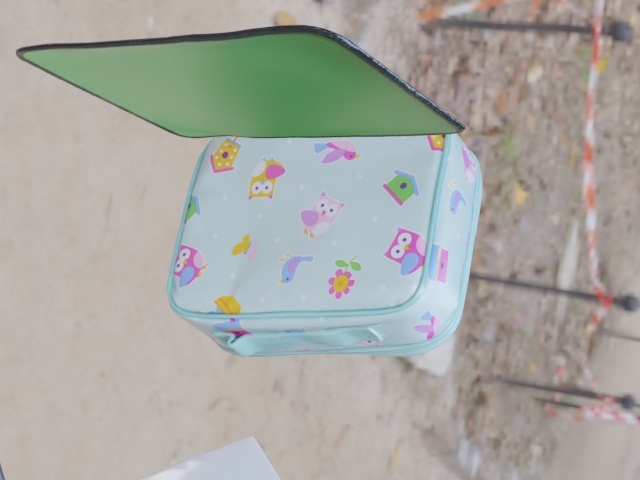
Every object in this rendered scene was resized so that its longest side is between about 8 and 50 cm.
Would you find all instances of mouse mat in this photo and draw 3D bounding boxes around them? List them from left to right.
[{"bbox_3d":[-0.039,-0.075,0.647,0.152,0.189,0.007,24,72,-57],"label":"mouse mat"}]

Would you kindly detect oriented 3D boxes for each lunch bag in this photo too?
[{"bbox_3d":[0.000,0.000,1.164,0.108,0.279,0.224,39,54,-53],"label":"lunch bag"}]

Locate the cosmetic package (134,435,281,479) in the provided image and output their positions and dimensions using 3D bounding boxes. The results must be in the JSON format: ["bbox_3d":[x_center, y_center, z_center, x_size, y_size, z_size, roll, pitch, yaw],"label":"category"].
[{"bbox_3d":[-0.107,0.342,1.380,0.151,0.184,0.151,-16,145,-32],"label":"cosmetic package"}]

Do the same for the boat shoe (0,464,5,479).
[{"bbox_3d":[-0.242,0.265,0.898,0.103,0.092,0.285,16,50,-59],"label":"boat shoe"}]
